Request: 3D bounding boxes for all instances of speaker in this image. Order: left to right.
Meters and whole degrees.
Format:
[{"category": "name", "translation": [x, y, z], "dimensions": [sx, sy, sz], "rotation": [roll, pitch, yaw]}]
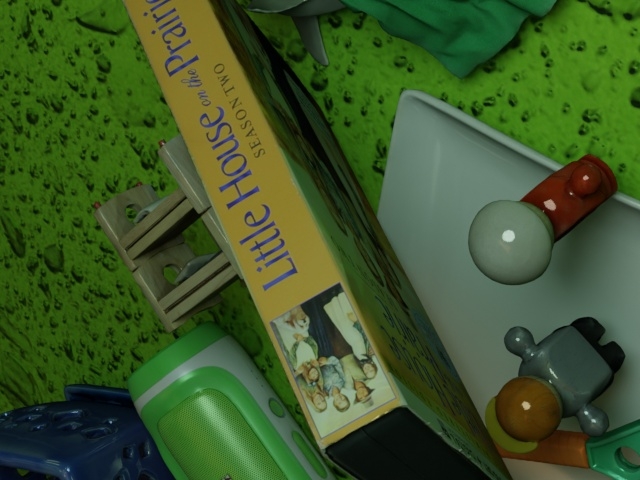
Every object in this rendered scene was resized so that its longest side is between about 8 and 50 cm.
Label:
[{"category": "speaker", "translation": [-0.067, 0.230, 1.326], "dimensions": [0.296, 0.131, 0.131], "rotation": [54, 135, 5]}]

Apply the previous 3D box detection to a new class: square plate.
[{"category": "square plate", "translation": [0.185, 0.085, 1.083], "dimensions": [0.347, 0.049, 0.344], "rotation": [29, 129, 27]}]

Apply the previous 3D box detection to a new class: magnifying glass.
[{"category": "magnifying glass", "translation": [0.233, 0.167, 1.033], "dimensions": [0.231, 0.026, 0.092], "rotation": [1, 113, 41]}]

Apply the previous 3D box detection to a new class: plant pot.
[{"category": "plant pot", "translation": [-0.240, 0.284, 1.444], "dimensions": [0.236, 0.212, 0.236], "rotation": [1, 111, 41]}]

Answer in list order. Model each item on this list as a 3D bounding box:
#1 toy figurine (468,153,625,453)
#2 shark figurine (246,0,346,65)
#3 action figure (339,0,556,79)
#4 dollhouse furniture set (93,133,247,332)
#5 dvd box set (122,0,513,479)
[{"category": "toy figurine", "translation": [0.212, 0.056, 0.905], "dimensions": [0.213, 0.148, 0.210], "rotation": [13, 119, 35]}, {"category": "shark figurine", "translation": [-0.003, -0.217, 1.048], "dimensions": [0.278, 0.116, 0.166], "rotation": [-9, 107, 45]}, {"category": "action figure", "translation": [0.047, -0.207, 0.952], "dimensions": [0.232, 0.063, 0.137], "rotation": [21, 137, -23]}, {"category": "dollhouse furniture set", "translation": [-0.073, -0.033, 1.151], "dimensions": [0.129, 0.183, 0.129], "rotation": [-35, 87, 45]}, {"category": "dvd box set", "translation": [0.000, 0.000, 0.945], "dimensions": [0.062, 0.307, 0.420], "rotation": [-31, 57, 8]}]
